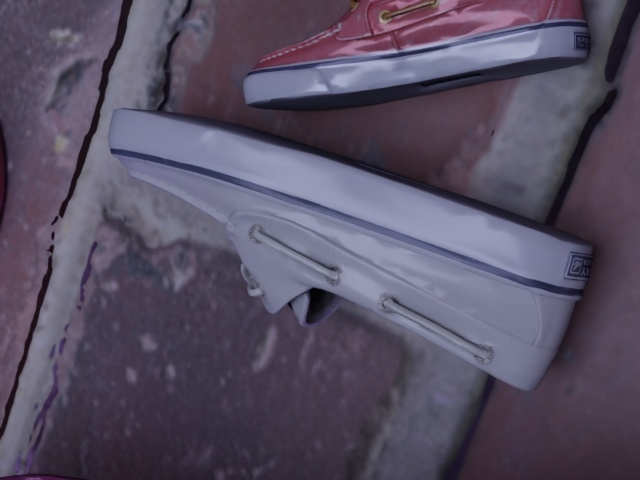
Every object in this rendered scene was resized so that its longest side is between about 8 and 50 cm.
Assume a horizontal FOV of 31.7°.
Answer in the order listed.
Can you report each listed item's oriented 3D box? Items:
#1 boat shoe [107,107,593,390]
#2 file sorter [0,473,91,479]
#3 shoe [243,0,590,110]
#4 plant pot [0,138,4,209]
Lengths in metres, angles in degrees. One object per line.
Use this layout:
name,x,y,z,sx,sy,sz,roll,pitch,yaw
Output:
boat shoe,0.000,0.000,0.575,0.267,0.096,0.088,19,97,17
file sorter,-0.154,0.291,0.620,0.202,0.182,0.290,1,93,29
shoe,0.041,-0.115,0.561,0.178,0.063,0.081,-7,89,22
plant pot,-0.323,-0.045,0.693,0.191,0.174,0.191,1,91,28
